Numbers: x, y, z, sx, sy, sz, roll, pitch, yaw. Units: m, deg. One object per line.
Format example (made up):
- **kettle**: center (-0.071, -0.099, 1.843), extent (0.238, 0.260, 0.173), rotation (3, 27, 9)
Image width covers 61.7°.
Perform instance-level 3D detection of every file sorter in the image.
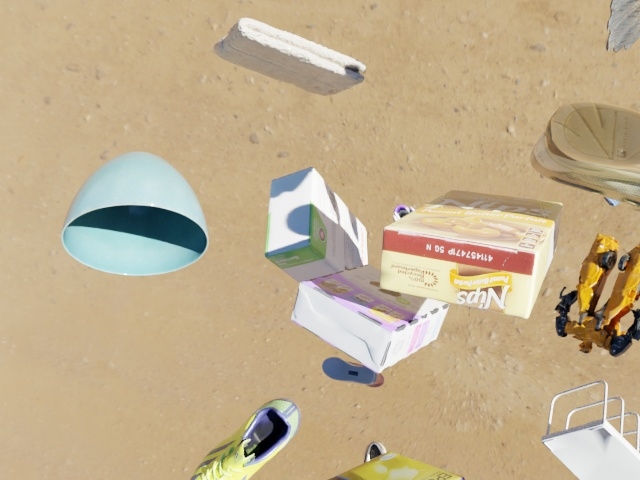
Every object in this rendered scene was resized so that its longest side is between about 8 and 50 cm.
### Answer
- **file sorter**: center (0.789, 0.554, 1.472), extent (0.277, 0.173, 0.193), rotation (45, 134, -5)

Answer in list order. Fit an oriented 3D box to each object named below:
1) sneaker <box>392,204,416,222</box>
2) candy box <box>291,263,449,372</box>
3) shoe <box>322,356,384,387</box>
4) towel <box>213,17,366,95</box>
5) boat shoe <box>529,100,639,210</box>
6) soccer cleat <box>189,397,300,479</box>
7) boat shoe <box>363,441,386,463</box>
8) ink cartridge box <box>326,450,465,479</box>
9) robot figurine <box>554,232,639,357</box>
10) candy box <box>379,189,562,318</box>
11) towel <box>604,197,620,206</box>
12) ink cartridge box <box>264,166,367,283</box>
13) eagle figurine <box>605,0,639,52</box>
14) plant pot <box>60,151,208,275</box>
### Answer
- **sneaker**: center (0.255, -0.054, 1.511), extent (0.102, 0.282, 0.161), rotation (-30, 114, 7)
- **candy box**: center (0.082, 0.111, 0.833), extent (0.164, 0.196, 0.070), rotation (26, 110, 31)
- **shoe**: center (0.094, 0.384, 1.546), extent (0.177, 0.081, 0.064), rotation (5, 70, 33)
- **towel**: center (-0.060, -0.368, 1.090), extent (0.282, 0.187, 0.049), rotation (13, 87, -26)
- **boat shoe**: center (0.410, -0.082, 0.641), extent (0.302, 0.098, 0.109), rotation (14, 72, 7)
- **soccer cleat**: center (-0.154, 0.402, 0.984), extent (0.289, 0.121, 0.093), rotation (-45, 79, -2)
- **boat shoe**: center (0.181, 0.806, 1.756), extent (0.102, 0.092, 0.286), rotation (-6, 59, 13)
- **ink cartridge box**: center (0.166, 0.558, 1.144), extent (0.307, 0.303, 0.072), rotation (-7, 86, 47)
- **robot figurine**: center (0.691, 0.137, 1.284), extent (0.211, 0.085, 0.291), rotation (21, 88, 55)
- **candy box**: center (0.226, 0.001, 0.758), extent (0.182, 0.316, 0.088), rotation (11, 109, 26)
- **towel**: center (0.910, -0.162, 1.616), extent (0.119, 0.067, 0.029), rotation (-46, 31, 16)
- **ink cartridge box**: center (0.000, 0.000, 1.203), extent (0.114, 0.273, 0.199), rotation (-15, 55, 25)
- **eagle figurine**: center (0.442, -0.314, 0.549), extent (0.226, 0.225, 0.299), rotation (4, 64, 38)
- **plant pot**: center (-0.393, -0.076, 1.163), extent (0.290, 0.290, 0.196), rotation (-15, 60, 12)
